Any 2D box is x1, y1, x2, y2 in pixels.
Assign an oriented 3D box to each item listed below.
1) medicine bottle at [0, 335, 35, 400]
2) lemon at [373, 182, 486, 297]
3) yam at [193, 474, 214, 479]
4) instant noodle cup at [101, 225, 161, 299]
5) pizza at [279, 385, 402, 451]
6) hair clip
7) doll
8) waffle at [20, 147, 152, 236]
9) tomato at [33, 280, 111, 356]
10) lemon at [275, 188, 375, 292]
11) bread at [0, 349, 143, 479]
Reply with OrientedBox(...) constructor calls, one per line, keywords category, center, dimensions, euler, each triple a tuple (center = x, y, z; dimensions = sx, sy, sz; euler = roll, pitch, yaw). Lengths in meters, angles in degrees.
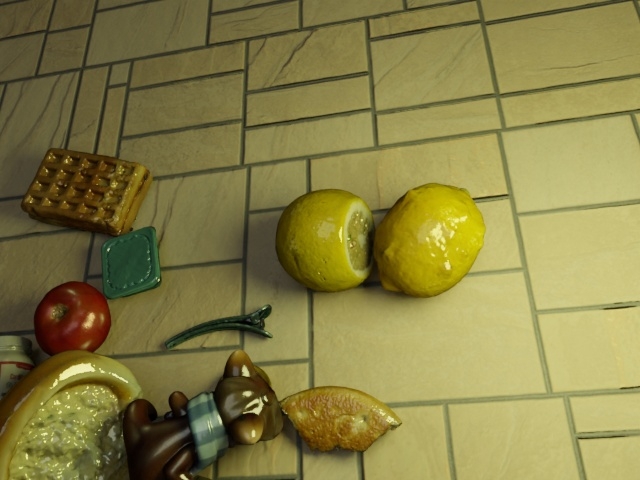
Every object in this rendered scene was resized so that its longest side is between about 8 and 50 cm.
OrientedBox(category="medicine bottle", center=(-0.757, 0.364, 1.403), dimensions=(0.131, 0.131, 0.250), euler=(-14, 62, 6))
OrientedBox(category="lemon", center=(0.238, 0.002, 1.298), dimensions=(0.233, 0.233, 0.288), euler=(39, 85, 26))
OrientedBox(category="yam", center=(-0.134, 0.549, 1.202), dimensions=(0.318, 0.067, 0.071), euler=(8, 24, 16))
OrientedBox(category="instant noodle cup", center=(-0.483, 0.066, 1.523), dimensions=(0.157, 0.070, 0.179), euler=(-18, 62, 6))
OrientedBox(category="pizza", center=(0.038, 0.377, 1.243), dimensions=(0.271, 0.056, 0.134), euler=(-7, 78, 16))
OrientedBox(category="hair clip", center=(-0.246, 0.217, 1.414), dimensions=(0.275, 0.048, 0.083), euler=(-12, 64, 13))
OrientedBox(category="doll", center=(-0.237, 0.399, 1.212), dimensions=(0.340, 0.209, 0.318), euler=(-30, 40, 0))
OrientedBox(category="waffle", center=(-0.656, -0.137, 1.650), dimensions=(0.328, 0.098, 0.224), euler=(10, 69, 19))
OrientedBox(category="tomato", center=(-0.608, 0.200, 1.445), dimensions=(0.195, 0.136, 0.195), euler=(-7, 63, 14))
OrientedBox(category="lemon", center=(0.000, 0.000, 1.355), dimensions=(0.219, 0.240, 0.240), euler=(-1, 63, 29))
OrientedBox(category="bread", center=(-0.558, 0.452, 1.270), dimensions=(0.329, 0.245, 0.423), euler=(20, 74, -24))
